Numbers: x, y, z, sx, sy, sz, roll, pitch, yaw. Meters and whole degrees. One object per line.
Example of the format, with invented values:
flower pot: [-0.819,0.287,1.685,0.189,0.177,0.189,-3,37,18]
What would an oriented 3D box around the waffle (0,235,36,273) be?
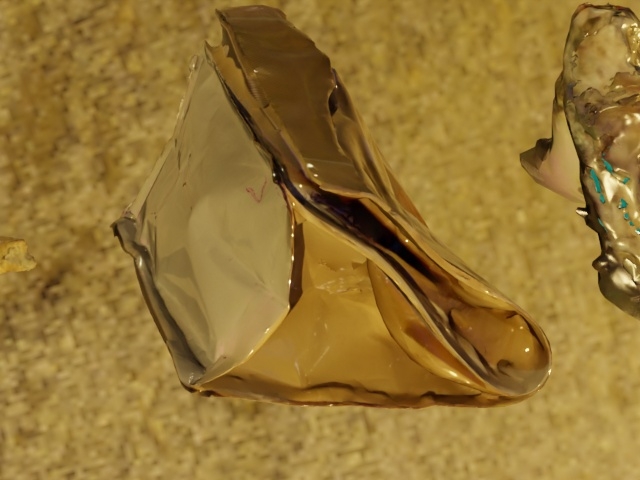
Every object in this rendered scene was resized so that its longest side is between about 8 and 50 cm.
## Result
waffle: [-0.316,0.029,1.342,0.191,0.125,0.032,-18,108,-42]

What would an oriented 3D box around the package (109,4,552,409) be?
package: [0.000,-0.031,1.175,0.311,0.221,0.165,-122,-144,-65]

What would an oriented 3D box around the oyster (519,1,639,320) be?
oyster: [0.177,-0.003,0.880,0.259,0.092,0.198,44,18,-21]
